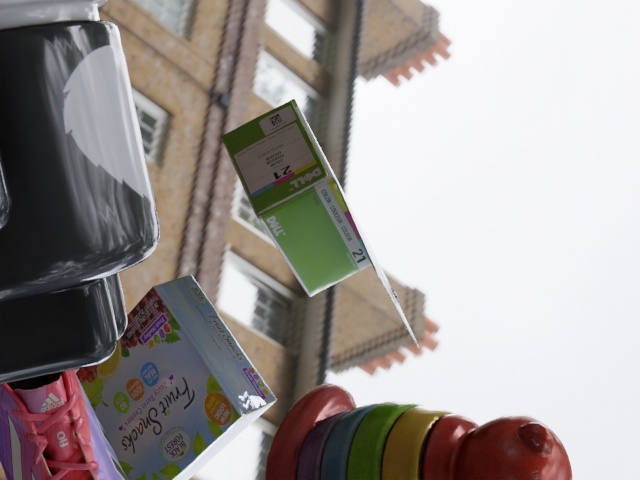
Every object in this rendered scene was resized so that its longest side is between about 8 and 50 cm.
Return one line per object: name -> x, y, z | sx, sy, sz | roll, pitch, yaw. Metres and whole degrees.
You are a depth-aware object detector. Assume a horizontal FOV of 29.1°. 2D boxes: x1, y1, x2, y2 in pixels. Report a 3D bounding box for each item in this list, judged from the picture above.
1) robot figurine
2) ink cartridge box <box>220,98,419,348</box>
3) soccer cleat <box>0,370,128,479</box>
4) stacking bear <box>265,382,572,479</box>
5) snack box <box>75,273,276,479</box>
robot figurine -> -0.191, -0.059, 0.746 | 0.209, 0.173, 0.278 | -3, -79, 49
ink cartridge box -> 0.000, 0.000, 1.364 | 0.097, 0.189, 0.255 | -27, -125, 2
soccer cleat -> -0.248, 0.190, 1.152 | 0.108, 0.318, 0.116 | -26, 168, -30
stacking bear -> 0.105, 0.226, 1.181 | 0.289, 0.164, 0.175 | -10, -84, 37
snack box -> -0.170, 0.168, 1.377 | 0.207, 0.070, 0.174 | -44, -106, 36
